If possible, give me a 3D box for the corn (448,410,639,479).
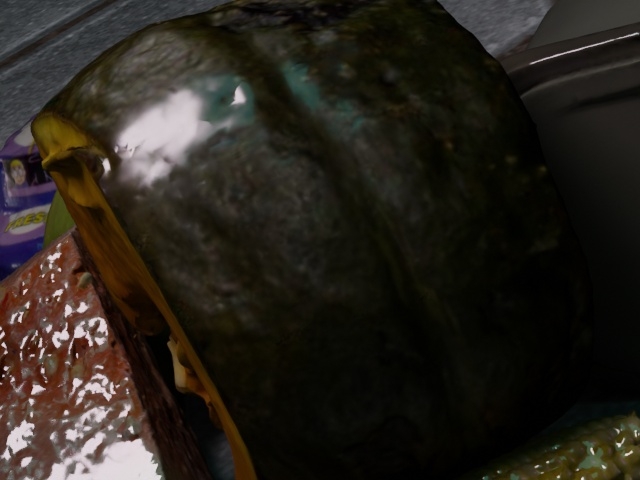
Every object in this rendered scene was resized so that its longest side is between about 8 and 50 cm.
[{"bbox_3d":[0.060,0.175,0.960,0.288,0.086,0.086,-28,25,-10],"label":"corn"}]

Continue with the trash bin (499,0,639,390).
[{"bbox_3d":[0.217,-0.061,1.146,0.219,0.219,0.250,-13,20,19],"label":"trash bin"}]

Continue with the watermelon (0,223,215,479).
[{"bbox_3d":[-0.172,0.099,1.125,0.193,0.140,0.256,-20,59,13],"label":"watermelon"}]

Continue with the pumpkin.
[{"bbox_3d":[0.000,0.000,1.029,0.225,0.256,0.303,-30,58,-17],"label":"pumpkin"}]

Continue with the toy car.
[{"bbox_3d":[-0.181,-0.026,1.474,0.172,0.158,0.235,-8,29,32],"label":"toy car"}]

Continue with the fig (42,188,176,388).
[{"bbox_3d":[-0.083,-0.006,1.271,0.207,0.230,0.207,20,24,-9],"label":"fig"}]
